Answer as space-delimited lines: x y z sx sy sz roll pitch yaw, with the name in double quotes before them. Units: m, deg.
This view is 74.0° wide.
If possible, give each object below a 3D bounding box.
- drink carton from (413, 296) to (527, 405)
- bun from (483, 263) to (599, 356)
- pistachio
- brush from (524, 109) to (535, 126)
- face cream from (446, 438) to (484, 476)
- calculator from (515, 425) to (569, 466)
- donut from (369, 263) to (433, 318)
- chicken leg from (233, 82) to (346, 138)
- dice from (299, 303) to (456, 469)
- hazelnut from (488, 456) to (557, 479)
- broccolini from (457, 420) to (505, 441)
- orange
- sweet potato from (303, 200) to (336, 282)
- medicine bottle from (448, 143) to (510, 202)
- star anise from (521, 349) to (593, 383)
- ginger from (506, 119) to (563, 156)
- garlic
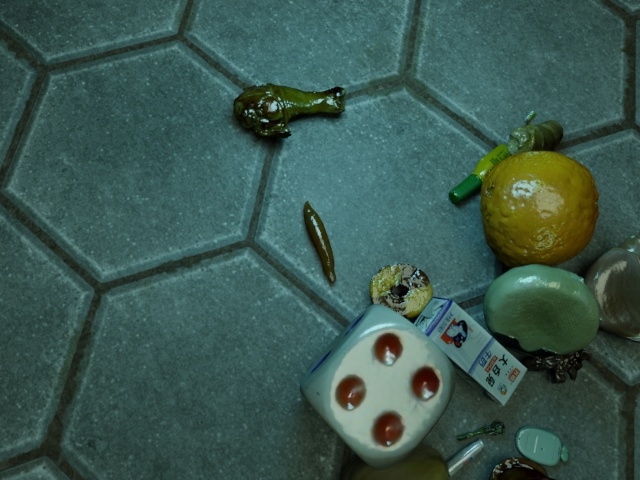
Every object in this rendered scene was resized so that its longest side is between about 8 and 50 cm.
"drink carton" 0.409 0.304 1.181 0.315 0.106 0.130 41 79 -8
"bun" 0.582 0.171 1.147 0.283 0.283 0.179 25 34 3
"pistachio" 0.190 0.629 1.103 0.288 0.197 0.166 -5 120 -15
"brush" 0.702 -0.407 1.445 0.021 0.019 0.083 33 76 15
"face cream" 0.399 0.598 1.175 0.130 0.034 0.034 -33 80 -11
"calculator" 0.626 0.580 1.197 0.153 0.021 0.095 17 76 5
"donut" 0.232 0.153 1.256 0.184 0.073 0.166 -15 79 -8
"chicken leg" -0.099 -0.413 1.346 0.361 0.140 0.212 1 68 1
"dice" 0.138 0.357 1.082 0.277 0.304 0.304 44 79 8
"hazelnut" 0.527 0.667 1.091 0.170 0.161 0.202 0 46 -23
"broccolini" 0.454 0.545 1.196 0.139 0.030 0.035 -17 82 -4
"orange" 0.613 -0.086 1.195 0.293 0.340 0.341 -4 74 29
"sweet potato" -0.001 0.000 1.291 0.057 0.057 0.265 -18 76 -7
"medicine bottle" 0.522 -0.209 1.363 0.260 0.064 0.095 -36 95 -11
"star anise" 0.687 0.300 1.230 0.214 0.099 0.220 21 76 0
"ginger" 0.669 -0.306 1.328 0.263 0.109 0.116 -23 74 -38
"garlic" 0.905 0.155 1.259 0.279 0.132 0.325 -11 79 -6
